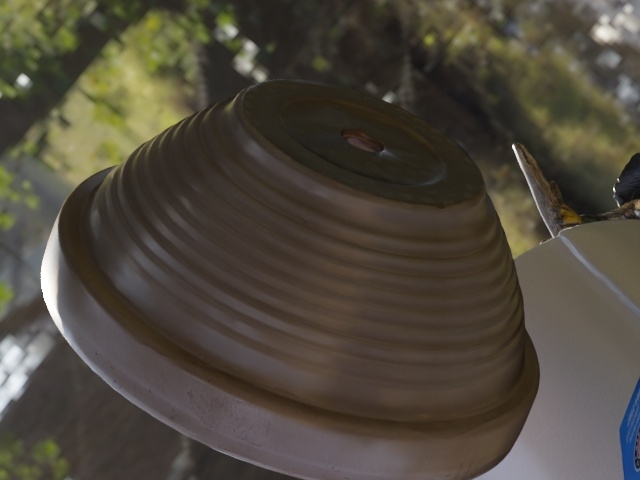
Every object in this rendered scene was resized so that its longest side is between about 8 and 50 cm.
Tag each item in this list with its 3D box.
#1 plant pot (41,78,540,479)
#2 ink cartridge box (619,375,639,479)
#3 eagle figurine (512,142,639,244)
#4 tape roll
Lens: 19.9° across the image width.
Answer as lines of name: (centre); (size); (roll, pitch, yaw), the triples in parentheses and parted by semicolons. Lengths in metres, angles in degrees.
plant pot: (0.000, 0.000, 0.834); (0.237, 0.109, 0.237); (17, -155, -8)
ink cartridge box: (0.152, 0.107, 0.561); (0.078, 0.134, 0.231); (8, -136, -4)
eagle figurine: (0.382, -0.034, 1.880); (0.225, 0.298, 0.226); (-117, 5, -54)
tape roll: (0.169, 0.132, 1.025); (0.246, 0.246, 0.169); (39, -172, -49)
